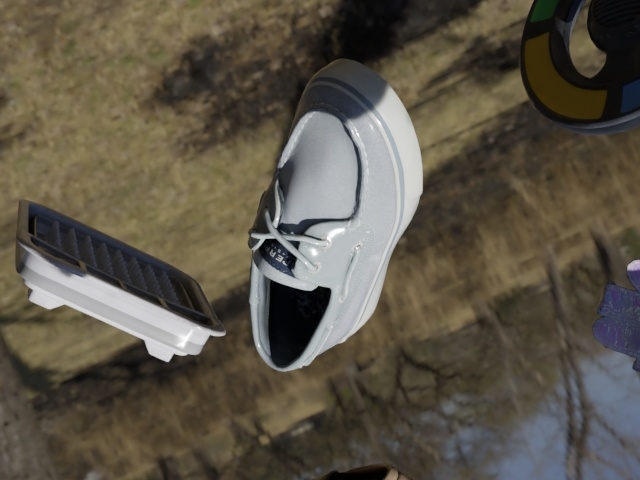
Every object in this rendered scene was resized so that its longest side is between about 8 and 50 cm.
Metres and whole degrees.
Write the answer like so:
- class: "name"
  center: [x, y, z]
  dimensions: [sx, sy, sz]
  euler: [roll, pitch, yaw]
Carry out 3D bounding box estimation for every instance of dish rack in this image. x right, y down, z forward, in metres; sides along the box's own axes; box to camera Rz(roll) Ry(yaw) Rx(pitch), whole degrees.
- class: "dish rack"
  center: [-0.282, 0.056, 1.668]
  dimensions: [0.072, 0.286, 0.333]
  euler: [-63, -163, 6]

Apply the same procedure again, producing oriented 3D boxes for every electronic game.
- class: "electronic game"
  center: [0.254, -0.189, 1.010]
  dimensions: [0.048, 0.229, 0.229]
  euler: [30, 138, -34]

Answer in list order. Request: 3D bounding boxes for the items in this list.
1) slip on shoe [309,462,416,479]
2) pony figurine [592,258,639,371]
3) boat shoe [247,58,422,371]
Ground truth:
- class: "slip on shoe"
  center: [0.010, 0.175, 0.859]
  dimensions: [0.135, 0.041, 0.051]
  euler: [-10, -143, 45]
- class: "pony figurine"
  center: [0.439, 0.000, 1.059]
  dimensions: [0.351, 0.302, 0.363]
  euler: [24, 159, -13]
- class: "boat shoe"
  center: [-0.001, 0.000, 0.725]
  dimensions: [0.081, 0.079, 0.227]
  euler: [-43, 156, -34]
